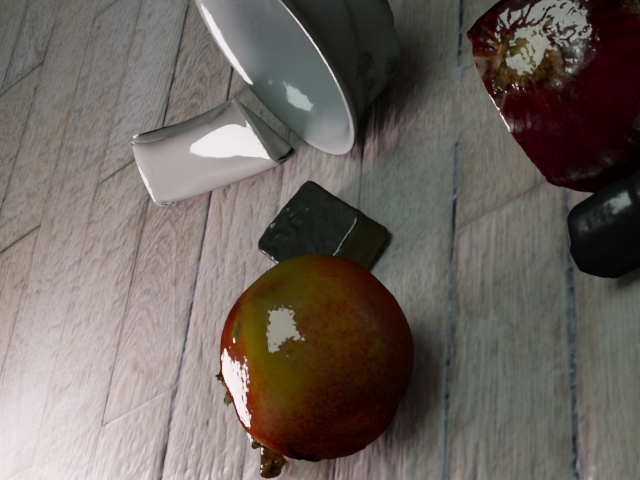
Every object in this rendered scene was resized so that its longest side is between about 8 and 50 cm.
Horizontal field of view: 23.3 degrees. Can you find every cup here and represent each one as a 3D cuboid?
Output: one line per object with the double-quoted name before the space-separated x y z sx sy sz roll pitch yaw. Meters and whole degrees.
"cup" -0.012 -0.301 2.130 0.163 0.347 0.347 -39 27 -15

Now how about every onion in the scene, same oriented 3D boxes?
"onion" 0.298 -0.171 1.630 0.207 0.216 0.206 -36 63 32

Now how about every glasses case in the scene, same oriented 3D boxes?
"glasses case" -0.165 -0.141 2.337 0.308 0.128 0.083 -15 24 48

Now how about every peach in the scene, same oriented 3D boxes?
"peach" -0.006 0.132 1.758 0.231 0.231 0.231 -35 36 30

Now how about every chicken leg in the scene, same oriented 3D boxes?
"chicken leg" -0.076 0.201 1.916 0.101 0.085 0.208 -9 51 6

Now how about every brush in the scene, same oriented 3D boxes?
"brush" 0.000 0.000 2.031 0.123 0.059 0.197 -54 30 -2

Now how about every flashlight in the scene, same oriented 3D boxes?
"flashlight" 0.416 -0.090 1.503 0.424 0.103 0.103 -33 36 32
